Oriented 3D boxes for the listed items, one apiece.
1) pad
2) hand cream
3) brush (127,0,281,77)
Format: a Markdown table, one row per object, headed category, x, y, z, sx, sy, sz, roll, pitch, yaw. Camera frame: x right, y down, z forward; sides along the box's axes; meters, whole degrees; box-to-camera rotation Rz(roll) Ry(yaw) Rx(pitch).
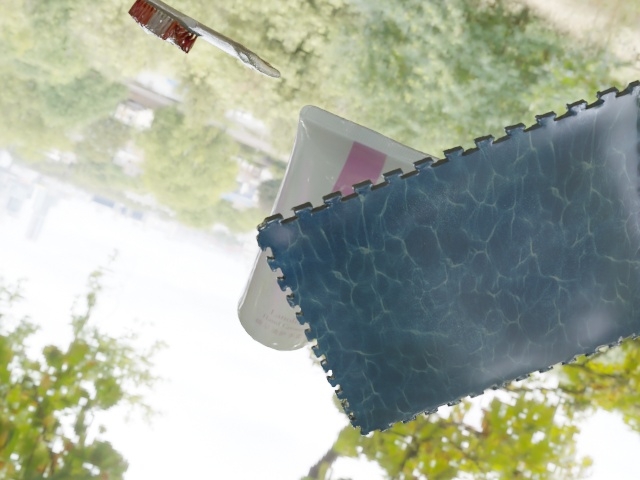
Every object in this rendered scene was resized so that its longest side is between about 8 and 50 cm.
| category | x | y | z | sx | sy | sz | roll | pitch | yaw |
| --- | --- | --- | --- | --- | --- | --- | --- | --- | --- |
| pad | 0.116 | 0.032 | 0.627 | 0.012 | 0.268 | 0.270 | -108 | -6 | -46 |
| hand cream | 0.000 | 0.000 | 1.100 | 0.185 | 0.359 | 0.118 | 23 | -140 | -7 |
| brush | -0.158 | -0.253 | 1.076 | 0.060 | 0.050 | 0.321 | 29 | -175 | -44 |
